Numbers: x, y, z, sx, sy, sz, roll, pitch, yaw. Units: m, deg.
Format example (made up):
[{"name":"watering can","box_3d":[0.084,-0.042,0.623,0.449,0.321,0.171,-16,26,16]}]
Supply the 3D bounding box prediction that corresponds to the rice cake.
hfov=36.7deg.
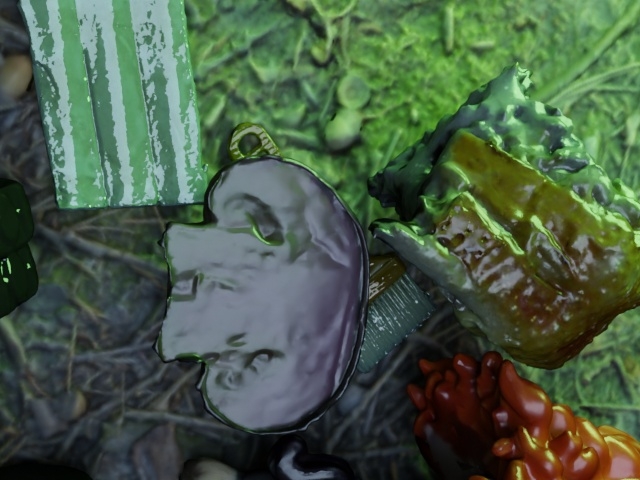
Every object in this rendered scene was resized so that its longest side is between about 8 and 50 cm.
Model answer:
[{"name":"rice cake","box_3d":[-0.144,-0.127,0.673,0.124,0.038,0.211,-4,100,-14]}]

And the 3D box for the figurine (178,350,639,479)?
[{"name":"figurine","box_3d":[0.079,0.251,0.709,0.411,0.241,0.306,-20,99,1]}]

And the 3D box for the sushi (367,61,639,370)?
[{"name":"sushi","box_3d":[0.136,-0.013,0.654,0.139,0.274,0.184,-41,76,9]}]

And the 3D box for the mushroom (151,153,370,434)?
[{"name":"mushroom","box_3d":[-0.038,0.038,0.679,0.141,0.117,0.188,3,88,0]}]

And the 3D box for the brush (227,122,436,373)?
[{"name":"brush","box_3d":[0.000,0.000,0.745,0.082,0.010,0.218,-40,105,-5]}]

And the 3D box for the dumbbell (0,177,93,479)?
[{"name":"dumbbell","box_3d":[-0.243,0.116,0.612,0.185,0.185,0.388,-15,103,-11]}]
